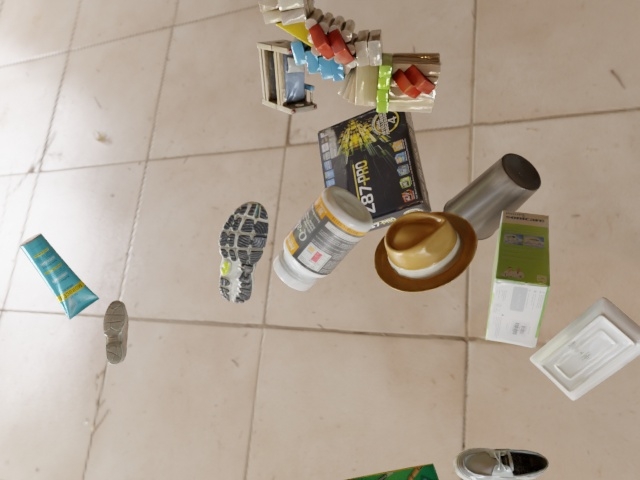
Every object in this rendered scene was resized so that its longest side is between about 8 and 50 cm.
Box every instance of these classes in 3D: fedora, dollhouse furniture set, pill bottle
[{"bbox_3d":[0.181,0.002,0.945,0.195,0.079,0.194,-16,48,18],"label":"fedora"},{"bbox_3d":[-0.018,-0.356,1.097,0.184,0.129,0.129,-19,33,-28],"label":"dollhouse furniture set"},{"bbox_3d":[0.000,0.000,1.418,0.278,0.162,0.162,-49,59,26],"label":"pill bottle"}]

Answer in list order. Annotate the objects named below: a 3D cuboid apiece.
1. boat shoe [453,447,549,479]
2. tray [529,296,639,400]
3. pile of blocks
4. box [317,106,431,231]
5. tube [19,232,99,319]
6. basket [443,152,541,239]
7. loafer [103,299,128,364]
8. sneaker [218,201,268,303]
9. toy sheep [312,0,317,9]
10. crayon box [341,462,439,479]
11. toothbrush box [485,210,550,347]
[{"bbox_3d":[0.429,0.523,1.227,0.228,0.081,0.079,6,53,-13],"label":"boat shoe"},{"bbox_3d":[0.637,0.270,1.246,0.145,0.030,0.270,47,131,20],"label":"tray"},{"bbox_3d":[0.047,-0.308,0.905,0.363,0.112,0.148,24,124,-7],"label":"pile of blocks"},{"bbox_3d":[0.166,-0.231,1.699,0.319,0.097,0.394,-18,66,26],"label":"box"},{"bbox_3d":[-0.606,0.081,1.200,0.080,0.207,0.052,-37,27,-21],"label":"tube"},{"bbox_3d":[0.486,-0.124,1.456,0.154,0.205,0.227,64,147,21],"label":"basket"},{"bbox_3d":[-0.403,0.182,1.034,0.045,0.039,0.125,-1,84,2],"label":"loafer"},{"bbox_3d":[-0.189,0.020,1.242,0.107,0.110,0.275,15,121,-7],"label":"sneaker"},{"bbox_3d":[-0.054,-0.590,1.286,0.091,0.132,0.091,-9,65,20],"label":"toy sheep"},{"bbox_3d":[0.134,0.619,1.263,0.165,0.279,0.081,-52,44,46],"label":"crayon box"},{"bbox_3d":[0.493,0.089,1.299,0.122,0.206,0.283,7,38,16],"label":"toothbrush box"}]
